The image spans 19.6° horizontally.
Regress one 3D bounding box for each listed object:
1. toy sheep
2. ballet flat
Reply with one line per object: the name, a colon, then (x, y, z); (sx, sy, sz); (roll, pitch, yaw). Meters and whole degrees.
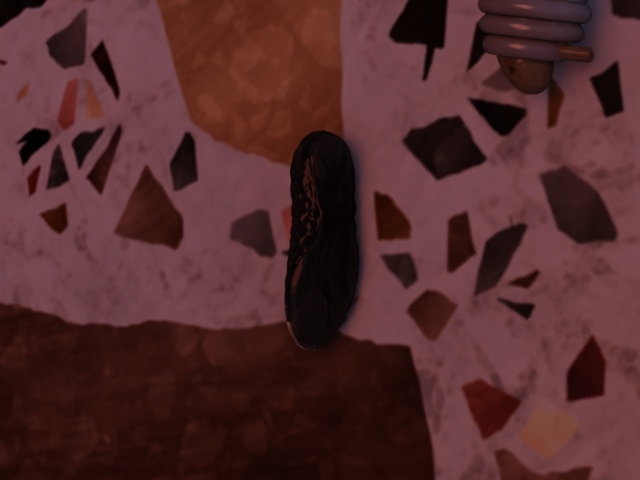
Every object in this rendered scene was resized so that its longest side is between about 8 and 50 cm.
toy sheep: (0.158, -0.172, 1.344); (0.091, 0.091, 0.132); (8, 94, 32)
ballet flat: (0.000, 0.000, 1.451); (0.049, 0.057, 0.173); (169, 107, -72)
